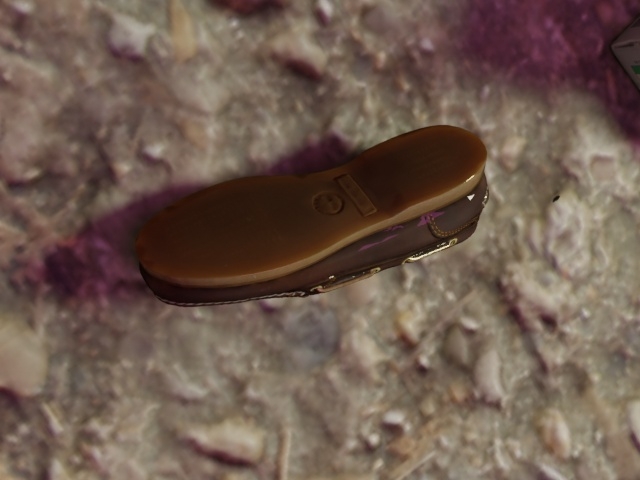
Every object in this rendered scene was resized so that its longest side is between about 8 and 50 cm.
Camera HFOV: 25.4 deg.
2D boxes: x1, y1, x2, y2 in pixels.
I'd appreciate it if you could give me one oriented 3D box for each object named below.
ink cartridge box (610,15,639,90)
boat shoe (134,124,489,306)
[{"bbox_3d":[0.317,-0.100,0.919,0.181,0.056,0.225,-44,107,-12],"label":"ink cartridge box"},{"bbox_3d":[0.000,0.000,0.793,0.207,0.073,0.073,-15,141,-14],"label":"boat shoe"}]
